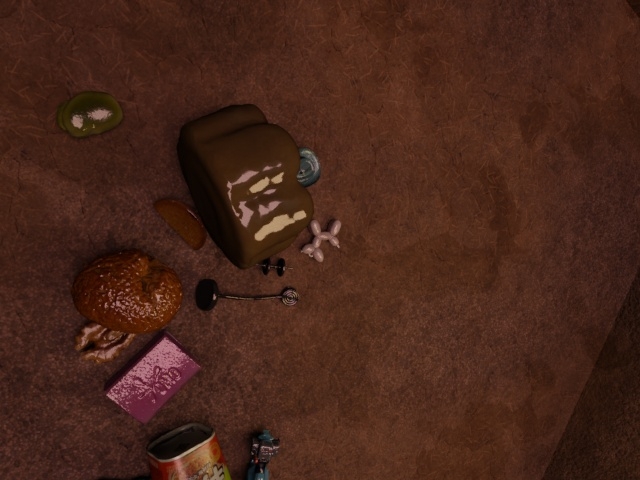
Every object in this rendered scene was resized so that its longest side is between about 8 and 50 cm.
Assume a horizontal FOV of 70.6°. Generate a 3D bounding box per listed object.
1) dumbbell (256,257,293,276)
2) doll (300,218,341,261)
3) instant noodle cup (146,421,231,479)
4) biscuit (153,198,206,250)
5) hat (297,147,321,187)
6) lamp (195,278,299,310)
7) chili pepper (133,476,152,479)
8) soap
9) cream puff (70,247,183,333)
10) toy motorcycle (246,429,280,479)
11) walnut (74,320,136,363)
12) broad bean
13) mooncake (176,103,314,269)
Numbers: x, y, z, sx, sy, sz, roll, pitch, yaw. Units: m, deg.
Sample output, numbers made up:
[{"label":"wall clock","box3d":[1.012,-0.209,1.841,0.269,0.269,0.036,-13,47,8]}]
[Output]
[{"label":"dumbbell","box3d":[-0.167,0.093,1.616,0.147,0.069,0.069,8,94,-24]},{"label":"doll","box3d":[0.000,0.000,1.683,0.161,0.059,0.159,-2,97,-24]},{"label":"instant noodle cup","box3d":[-0.428,0.800,1.504,0.294,0.294,0.307,-14,95,-21]},{"label":"biscuit","box3d":[-0.435,-0.061,1.456,0.206,0.126,0.025,51,38,-20]},{"label":"hat","box3d":[-0.072,-0.246,1.605,0.191,0.078,0.138,-34,111,-16]},{"label":"lamp","box3d":[-0.241,0.209,1.579,0.372,0.108,0.130,15,95,-25]},{"label":"chili pepper","box3d":[-0.657,0.844,1.514,0.225,0.061,0.097,5,102,-26]},{"label":"soap","box3d":[-0.547,0.447,1.493,0.259,0.081,0.181,-44,112,-13]},{"label":"cream puff","box3d":[-0.551,0.136,1.331,0.303,0.303,0.212,24,99,-25]},{"label":"toy motorcycle","box3d":[-0.222,0.841,1.641,0.124,0.182,0.271,11,92,-12]},{"label":"walnut","box3d":[-0.676,0.306,1.424,0.170,0.069,0.142,-28,106,-19]},{"label":"broad bean","box3d":[-0.677,-0.369,1.327,0.175,0.082,0.124,-38,111,-25]},{"label":"mooncake","box3d":[-0.232,-0.159,1.355,0.262,0.467,0.466,-26,107,-25]}]
